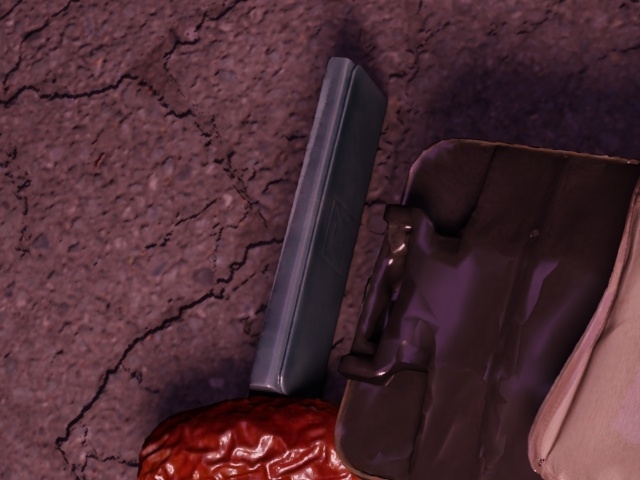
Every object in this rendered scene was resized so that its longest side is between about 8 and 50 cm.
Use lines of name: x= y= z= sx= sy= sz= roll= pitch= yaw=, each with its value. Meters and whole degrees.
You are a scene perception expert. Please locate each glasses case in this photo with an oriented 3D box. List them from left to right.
glasses case: x=0.000 y=0.000 z=1.440 sx=0.056 sy=0.105 sz=0.266 roll=13 pitch=74 yaw=0

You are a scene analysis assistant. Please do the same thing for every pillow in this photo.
pillow: x=0.218 y=0.056 z=1.125 sx=0.130 sy=0.038 sz=0.233 roll=18 pitch=78 yaw=25

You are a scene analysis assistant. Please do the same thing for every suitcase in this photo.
suitcase: x=0.231 y=0.085 z=1.240 sx=0.434 sy=0.194 sz=0.283 roll=9 pitch=74 yaw=25

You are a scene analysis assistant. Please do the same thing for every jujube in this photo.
jujube: x=-0.045 y=0.165 z=1.370 sx=0.176 sy=0.112 sz=0.109 roll=-10 pitch=103 yaw=16
